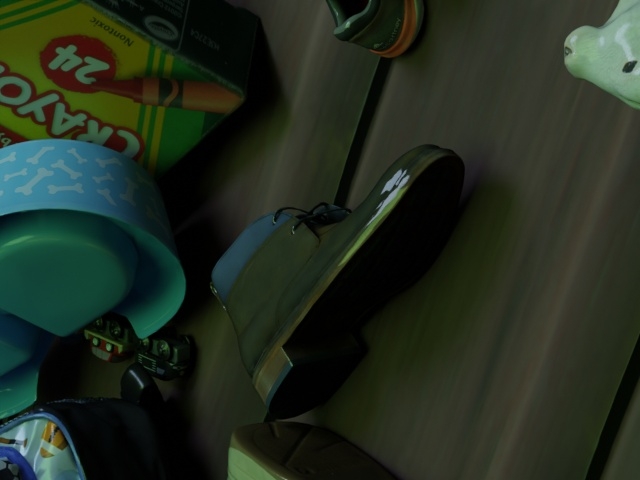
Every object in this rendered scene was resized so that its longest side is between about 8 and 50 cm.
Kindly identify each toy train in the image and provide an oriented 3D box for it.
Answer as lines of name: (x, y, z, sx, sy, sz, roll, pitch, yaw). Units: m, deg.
toy train: (-0.145, 0.068, 1.386, 0.158, 0.027, 0.036, 18, 113, 45)

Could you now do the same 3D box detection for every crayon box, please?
crayon box: (-0.215, -0.085, 1.333, 0.318, 0.202, 0.081, -39, 32, 40)

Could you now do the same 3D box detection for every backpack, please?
backpack: (-0.216, 0.250, 1.310, 0.263, 0.213, 0.276, -26, 70, 37)

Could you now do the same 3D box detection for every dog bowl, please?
dog bowl: (-0.219, 0.029, 1.337, 0.297, 0.166, 0.074, -30, 46, 33)

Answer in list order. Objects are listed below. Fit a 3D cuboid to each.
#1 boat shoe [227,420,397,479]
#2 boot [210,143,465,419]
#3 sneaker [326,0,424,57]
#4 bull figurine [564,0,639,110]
boat shoe: (0.036, 0.201, 1.147, 0.285, 0.104, 0.089, 37, 120, 52)
boot: (0.000, 0.000, 1.194, 0.106, 0.082, 0.219, 54, 127, 29)
sneaker: (0.015, -0.188, 1.193, 0.061, 0.065, 0.158, -33, 66, 41)
bull figurine: (0.228, -0.194, 0.945, 0.310, 0.101, 0.188, -39, 60, 39)
